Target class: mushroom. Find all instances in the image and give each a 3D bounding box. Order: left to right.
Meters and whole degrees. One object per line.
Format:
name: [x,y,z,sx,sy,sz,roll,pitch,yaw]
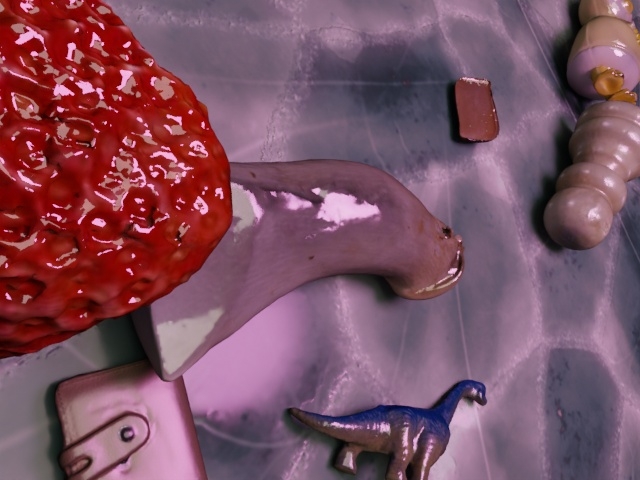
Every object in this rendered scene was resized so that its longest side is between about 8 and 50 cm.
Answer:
mushroom: [0.001,0.000,0.612,0.396,0.126,0.178,-10,94,-36]

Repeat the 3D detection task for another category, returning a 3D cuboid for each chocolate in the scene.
chocolate: [0.217,-0.184,0.862,0.064,0.031,0.101,-3,75,-17]

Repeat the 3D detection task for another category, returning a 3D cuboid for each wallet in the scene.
wallet: [-0.156,0.179,0.505,0.117,0.038,0.153,-11,80,-36]

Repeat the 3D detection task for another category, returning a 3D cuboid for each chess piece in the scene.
chess piece: [0.426,-0.090,0.929,0.133,0.133,0.243,43,63,-18]

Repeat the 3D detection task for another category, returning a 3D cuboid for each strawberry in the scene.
strawberry: [-0.247,-0.055,0.375,0.310,0.291,0.292,33,61,-42]

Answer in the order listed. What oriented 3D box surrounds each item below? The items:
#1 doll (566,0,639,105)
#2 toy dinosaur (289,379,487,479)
doll: [0.502,-0.354,1.045,0.141,0.117,0.297,31,63,-27]
toy dinosaur: [0.091,0.189,0.676,0.247,0.075,0.188,34,51,-17]
